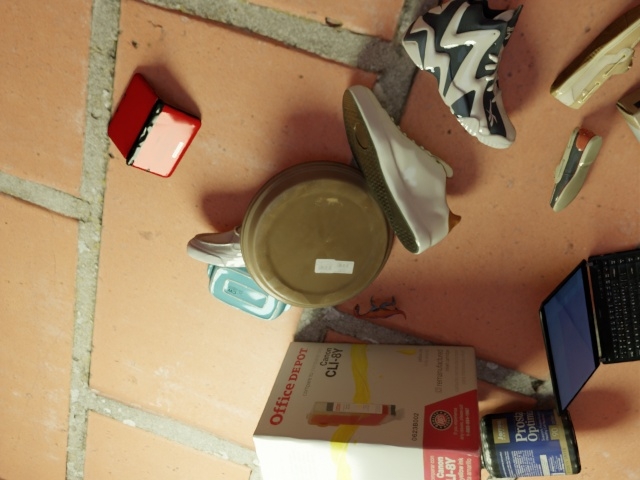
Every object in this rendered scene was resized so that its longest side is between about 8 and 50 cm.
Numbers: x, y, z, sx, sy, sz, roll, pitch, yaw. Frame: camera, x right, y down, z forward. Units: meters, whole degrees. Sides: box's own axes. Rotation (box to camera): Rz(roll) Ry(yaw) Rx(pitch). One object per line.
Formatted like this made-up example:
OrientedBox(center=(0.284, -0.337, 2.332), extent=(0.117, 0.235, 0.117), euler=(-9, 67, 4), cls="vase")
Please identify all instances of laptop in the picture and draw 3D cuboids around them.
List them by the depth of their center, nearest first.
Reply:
OrientedBox(center=(0.511, 0.151, 0.931), extent=(0.264, 0.137, 0.234), euler=(-11, 115, 18), cls="laptop")

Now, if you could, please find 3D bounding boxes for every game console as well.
OrientedBox(center=(-0.303, -0.205, 1.007), extent=(0.124, 0.085, 0.144), euler=(19, 126, -33), cls="game console")

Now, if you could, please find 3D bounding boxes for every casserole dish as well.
OrientedBox(center=(-0.146, 0.099, 1.117), extent=(0.188, 0.037, 0.114), euler=(25, 119, 1), cls="casserole dish")

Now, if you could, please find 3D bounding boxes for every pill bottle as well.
OrientedBox(center=(0.388, 0.404, 1.101), extent=(0.219, 0.123, 0.123), euler=(-11, 114, 18), cls="pill bottle")

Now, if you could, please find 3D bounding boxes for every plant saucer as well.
OrientedBox(center=(0.000, 0.000, 0.969), extent=(0.277, 0.041, 0.278), euler=(-4, 111, -11), cls="plant saucer")

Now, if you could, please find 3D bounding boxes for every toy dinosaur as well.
OrientedBox(center=(0.106, 0.133, 1.059), extent=(0.082, 0.090, 0.047), euler=(-17, 98, -13), cls="toy dinosaur")

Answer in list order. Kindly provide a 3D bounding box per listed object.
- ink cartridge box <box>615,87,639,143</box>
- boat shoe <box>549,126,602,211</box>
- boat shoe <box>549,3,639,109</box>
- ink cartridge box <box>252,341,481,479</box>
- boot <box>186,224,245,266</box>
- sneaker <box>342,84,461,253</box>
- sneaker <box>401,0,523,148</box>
OrientedBox(center=(0.577, -0.151, 0.786), extent=(0.193, 0.088, 0.235), euler=(-34, 106, 25), cls="ink cartridge box")
OrientedBox(center=(0.394, -0.111, 0.877), extent=(0.043, 0.049, 0.137), euler=(43, 133, 39), cls="boat shoe")
OrientedBox(center=(0.410, -0.258, 0.787), extent=(0.059, 0.063, 0.170), euler=(37, 129, -10), cls="boat shoe")
OrientedBox(center=(0.098, 0.335, 1.042), extent=(0.384, 0.279, 0.161), euler=(-1, 116, 14), cls="ink cartridge box")
OrientedBox(center=(-0.119, -0.018, 1.027), extent=(0.258, 0.095, 0.124), euler=(5, 112, 1), cls="boot")
OrientedBox(center=(0.136, -0.131, 0.913), extent=(0.123, 0.106, 0.290), euler=(-30, 100, -14), cls="sneaker")
OrientedBox(center=(0.247, -0.257, 0.803), extent=(0.153, 0.094, 0.235), euler=(-36, 94, 35), cls="sneaker")
